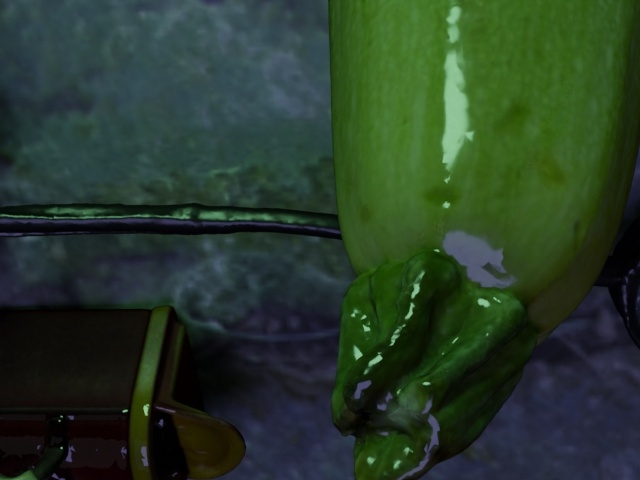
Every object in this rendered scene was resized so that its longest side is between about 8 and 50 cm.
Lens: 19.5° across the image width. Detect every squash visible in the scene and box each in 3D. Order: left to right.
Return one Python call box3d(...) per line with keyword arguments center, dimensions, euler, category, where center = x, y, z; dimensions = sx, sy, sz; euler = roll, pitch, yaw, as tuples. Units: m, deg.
box3d(center=(0.060, -0.047, 0.614), dimensions=(0.137, 0.287, 0.137), euler=(2, 157, 1), category="squash")

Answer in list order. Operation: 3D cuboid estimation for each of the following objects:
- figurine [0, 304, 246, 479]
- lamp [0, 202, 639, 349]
box3d(center=(-0.110, 0.085, 0.813), dimensions=(0.154, 0.098, 0.082), euler=(0, 122, 13), category="figurine")
box3d(center=(-0.007, -0.015, 0.759), dimensions=(0.371, 0.108, 0.130), euler=(-5, 114, -5), category="lamp")
